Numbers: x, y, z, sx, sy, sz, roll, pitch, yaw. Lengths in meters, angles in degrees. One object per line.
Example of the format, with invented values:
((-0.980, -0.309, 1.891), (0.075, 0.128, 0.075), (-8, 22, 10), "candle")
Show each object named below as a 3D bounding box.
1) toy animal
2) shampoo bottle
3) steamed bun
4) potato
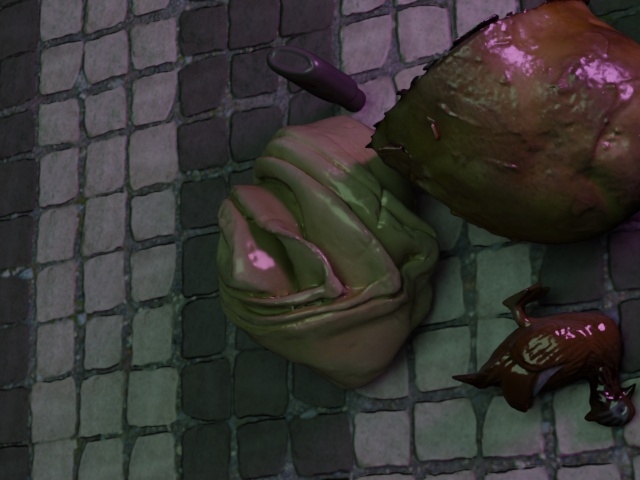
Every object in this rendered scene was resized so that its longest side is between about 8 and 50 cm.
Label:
((0.246, 0.144, 1.557), (0.188, 0.089, 0.179), (-30, 79, 15), "toy animal")
((0.004, -0.194, 1.730), (0.080, 0.165, 0.040), (18, 87, 32), "shampoo bottle")
((-0.002, -0.002, 1.663), (0.276, 0.203, 0.289), (32, 94, 33), "steamed bun")
((0.240, -0.101, 1.532), (0.237, 0.301, 0.289), (56, 140, 12), "potato")
